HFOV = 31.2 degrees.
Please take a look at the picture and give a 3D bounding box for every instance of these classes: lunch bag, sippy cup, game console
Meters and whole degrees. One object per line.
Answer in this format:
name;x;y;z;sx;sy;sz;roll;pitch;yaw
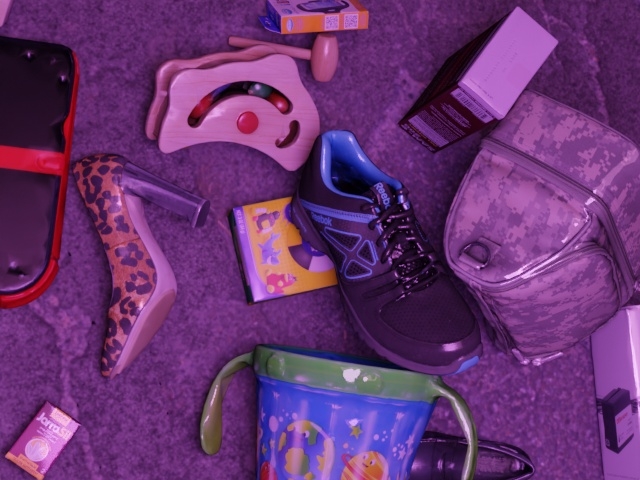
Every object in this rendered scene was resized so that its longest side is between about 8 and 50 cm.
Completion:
lunch bag;0.286;0.003;1.456;0.212;0.305;0.256;37;83;31
sippy cup;0.018;0.253;1.399;0.240;0.305;0.224;10;86;-37
game console;-0.505;-0.100;1.404;0.386;0.060;0.342;6;76;-14

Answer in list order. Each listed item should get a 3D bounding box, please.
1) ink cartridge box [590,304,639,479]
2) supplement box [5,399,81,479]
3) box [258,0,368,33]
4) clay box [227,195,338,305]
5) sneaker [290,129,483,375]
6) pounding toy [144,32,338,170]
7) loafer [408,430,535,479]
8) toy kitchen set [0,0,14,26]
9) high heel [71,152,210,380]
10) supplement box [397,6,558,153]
ink cartridge box;0.505;0.239;1.569;0.223;0.129;0.307;-3;84;-14
supplement box;-0.338;0.244;1.402;0.055;0.043;0.083;36;76;-6
box;-0.012;-0.303;1.533;0.136;0.081;0.028;-5;120;-16
clay box;0.000;0.000;1.512;0.222;0.053;0.127;-12;85;-15
sneaker;0.072;0.014;1.355;0.125;0.139;0.341;-23;57;-27
pounding toy;-0.100;-0.176;1.496;0.269;0.155;0.154;-13;114;-19
loafer;0.172;0.290;1.506;0.223;0.078;0.076;5;82;-12
toy kitchen set;-0.414;-0.407;1.456;0.122;0.166;0.207;22;115;-10
high heel;-0.270;0.027;1.445;0.186;0.093;0.261;24;90;13
supplement box;0.198;-0.201;1.490;0.073;0.239;0.130;39;76;-8
